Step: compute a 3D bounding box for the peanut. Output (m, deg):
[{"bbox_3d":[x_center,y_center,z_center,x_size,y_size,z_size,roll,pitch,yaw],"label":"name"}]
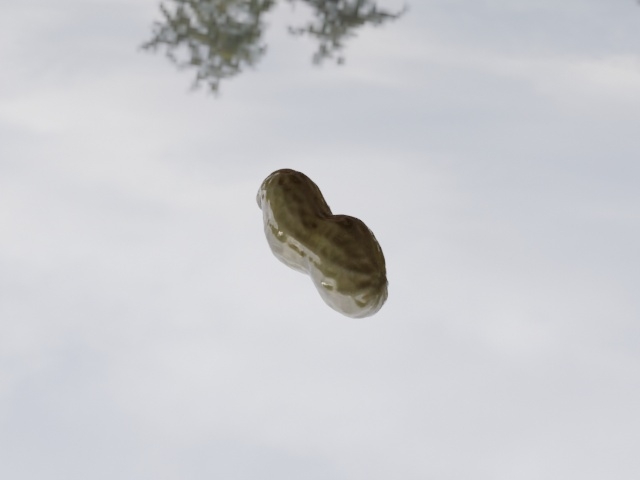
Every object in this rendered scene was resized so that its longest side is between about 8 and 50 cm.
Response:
[{"bbox_3d":[0.000,0.000,1.312,0.082,0.082,0.187,-9,-139,-44],"label":"peanut"}]
